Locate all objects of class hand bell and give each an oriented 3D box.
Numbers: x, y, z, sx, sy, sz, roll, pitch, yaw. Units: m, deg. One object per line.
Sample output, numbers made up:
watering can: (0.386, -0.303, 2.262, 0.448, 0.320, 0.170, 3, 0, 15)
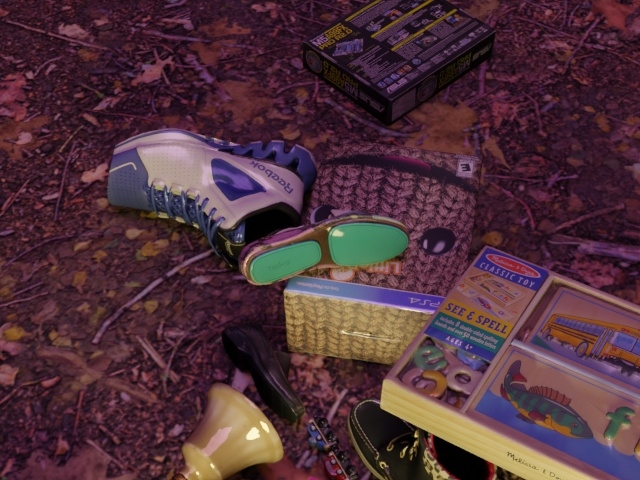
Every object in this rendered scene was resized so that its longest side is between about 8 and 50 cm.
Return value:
hand bell: (-0.169, 0.292, 1.151, 0.126, 0.126, 0.242, 32, 55, 24)

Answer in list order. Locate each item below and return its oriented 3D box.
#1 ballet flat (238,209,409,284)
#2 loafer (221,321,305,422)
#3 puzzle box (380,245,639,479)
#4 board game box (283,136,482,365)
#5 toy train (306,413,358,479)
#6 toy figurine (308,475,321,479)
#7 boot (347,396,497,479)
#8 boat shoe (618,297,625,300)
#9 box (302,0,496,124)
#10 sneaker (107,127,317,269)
ballet flat: (0.000, 0.000, 1.257, 0.222, 0.076, 0.079, -14, 32, -10)
loafer: (-0.065, 0.168, 1.305, 0.061, 0.062, 0.170, -25, 56, -25)
puzzle box: (0.308, 0.167, 1.084, 0.409, 0.052, 0.272, 22, 45, 23)
board game box: (0.093, 0.016, 1.374, 0.232, 0.141, 0.291, 8, 51, 7)
toy train: (0.023, 0.285, 1.228, 0.036, 0.027, 0.158, -28, 55, -8)
toy figurine: (-0.053, 0.339, 1.151, 0.173, 0.130, 0.159, 14, 33, 43)
boot: (0.120, 0.243, 1.160, 0.085, 0.178, 0.236, -29, 56, -21)
boat shoe: (0.326, 0.138, 1.315, 0.207, 0.073, 0.073, -29, 57, -19)
box: (0.138, -0.337, 1.719, 0.270, 0.060, 0.216, -36, 58, -26)
sneaker: (-0.163, -0.058, 1.448, 0.316, 0.127, 0.182, 1, 48, 0)
